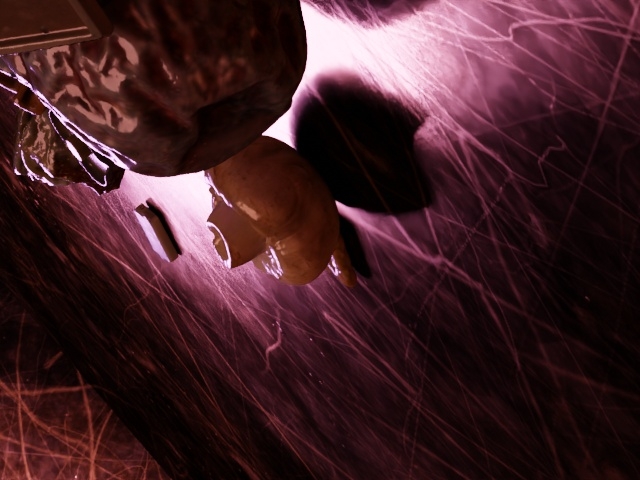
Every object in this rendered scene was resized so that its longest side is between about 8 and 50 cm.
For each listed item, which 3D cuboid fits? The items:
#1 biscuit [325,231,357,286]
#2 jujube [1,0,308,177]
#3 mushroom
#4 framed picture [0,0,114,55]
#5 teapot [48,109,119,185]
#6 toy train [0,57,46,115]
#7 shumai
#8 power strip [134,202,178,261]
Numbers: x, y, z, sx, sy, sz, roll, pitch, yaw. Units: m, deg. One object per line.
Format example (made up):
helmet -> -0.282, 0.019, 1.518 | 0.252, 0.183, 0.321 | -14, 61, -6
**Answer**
biscuit -> 0.000, 0.000, 1.702 | 0.081, 0.018, 0.083 | 39, 160, 38
jujube -> -0.154, -0.193, 1.378 | 0.317, 0.226, 0.226 | 50, 165, 25
mushroom -> -0.047, -0.026, 1.607 | 0.148, 0.112, 0.148 | 50, 159, 28
framed picture -> -0.313, -0.197, 1.235 | 0.290, 0.020, 0.211 | -5, 138, 27
teapot -> -0.212, -0.133, 1.811 | 0.166, 0.119, 0.130 | 39, 159, 38
toy train -> -0.375, -0.282, 1.709 | 0.429, 0.178, 0.249 | 30, -159, -6
shumai -> -0.258, -0.143, 1.937 | 0.142, 0.184, 0.184 | 10, 169, -12
power strip -> -0.207, -0.009, 2.252 | 0.040, 0.016, 0.090 | 37, 159, 40
